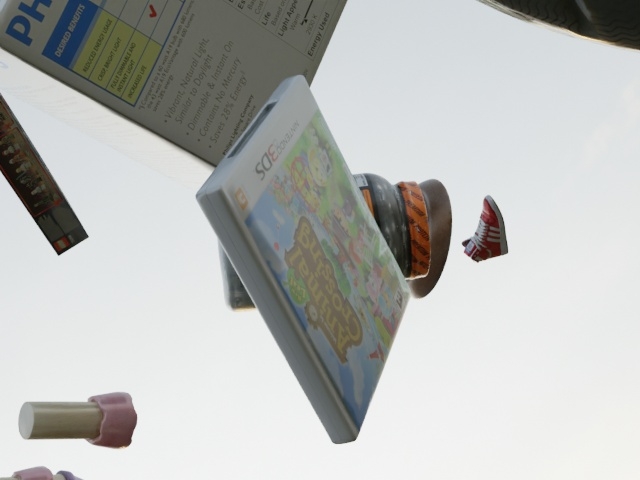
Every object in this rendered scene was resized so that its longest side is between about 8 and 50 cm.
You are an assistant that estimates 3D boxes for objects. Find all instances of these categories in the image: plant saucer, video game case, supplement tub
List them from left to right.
[{"bbox_3d":[-0.001,0.008,0.822,0.023,0.193,0.212,-16,-66,26],"label":"video game case"},{"bbox_3d":[0.000,0.000,1.036,0.190,0.117,0.117,-6,-41,-6],"label":"supplement tub"},{"bbox_3d":[0.131,-0.004,1.534,0.029,0.168,0.168,8,-53,-20],"label":"plant saucer"}]

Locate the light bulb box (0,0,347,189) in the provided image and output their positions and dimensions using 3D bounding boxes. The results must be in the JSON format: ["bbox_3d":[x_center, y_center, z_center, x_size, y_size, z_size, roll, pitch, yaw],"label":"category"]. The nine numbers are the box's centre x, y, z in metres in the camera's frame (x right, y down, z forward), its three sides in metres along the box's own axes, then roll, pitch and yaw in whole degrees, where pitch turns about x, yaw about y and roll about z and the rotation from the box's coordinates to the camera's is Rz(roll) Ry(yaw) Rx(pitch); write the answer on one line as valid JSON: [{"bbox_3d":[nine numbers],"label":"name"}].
[{"bbox_3d":[-0.187,-0.289,1.310,0.361,0.225,0.358,29,-102,-31],"label":"light bulb box"}]

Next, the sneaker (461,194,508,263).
[{"bbox_3d":[0.245,-0.013,1.702,0.067,0.042,0.118,-21,-51,-3],"label":"sneaker"}]

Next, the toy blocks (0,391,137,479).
[{"bbox_3d":[-0.248,0.366,1.292,0.260,0.309,0.288,7,-36,-39],"label":"toy blocks"}]

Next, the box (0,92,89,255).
[{"bbox_3d":[-0.204,-0.064,0.727,0.027,0.094,0.137,-32,-40,-10],"label":"box"}]

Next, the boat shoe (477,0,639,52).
[{"bbox_3d":[0.178,-0.111,0.373,0.120,0.324,0.123,-16,-66,-79],"label":"boat shoe"}]
